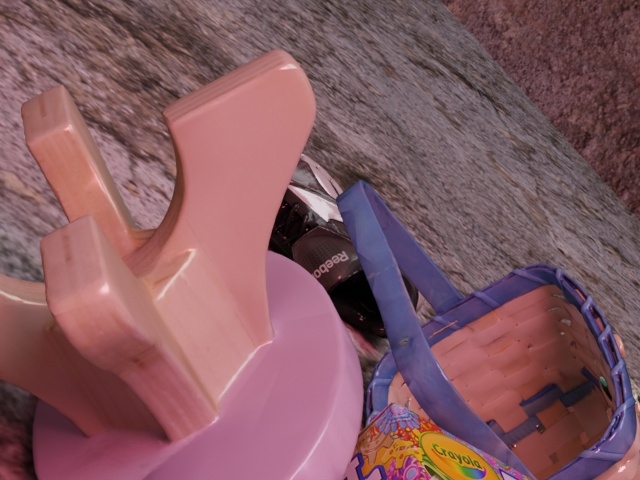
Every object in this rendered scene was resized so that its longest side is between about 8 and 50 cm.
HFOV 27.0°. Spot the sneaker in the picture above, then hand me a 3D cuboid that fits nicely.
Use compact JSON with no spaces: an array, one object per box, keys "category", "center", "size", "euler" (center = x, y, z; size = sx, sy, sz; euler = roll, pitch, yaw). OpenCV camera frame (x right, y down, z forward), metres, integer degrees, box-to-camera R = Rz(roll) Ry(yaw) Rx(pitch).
[{"category":"sneaker","center":[0.000,0.000,1.150],"size":[0.234,0.078,0.106],"euler":[42,16,-10]}]

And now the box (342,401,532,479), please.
[{"category":"box","center":[0.113,0.273,0.611],"size":[0.290,0.177,0.279],"euler":[32,22,-29]}]

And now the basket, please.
[{"category":"basket","center":[0.119,0.107,0.969],"size":[0.289,0.201,0.255],"euler":[44,17,-32]}]

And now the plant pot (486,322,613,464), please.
[{"category":"plant pot","center":[0.201,0.145,1.224],"size":[0.096,0.109,0.109],"euler":[9,36,-37]}]

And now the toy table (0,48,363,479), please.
[{"category":"toy table","center":[-0.095,0.030,0.665],"size":[0.274,0.252,0.161],"euler":[36,-24,59]}]
